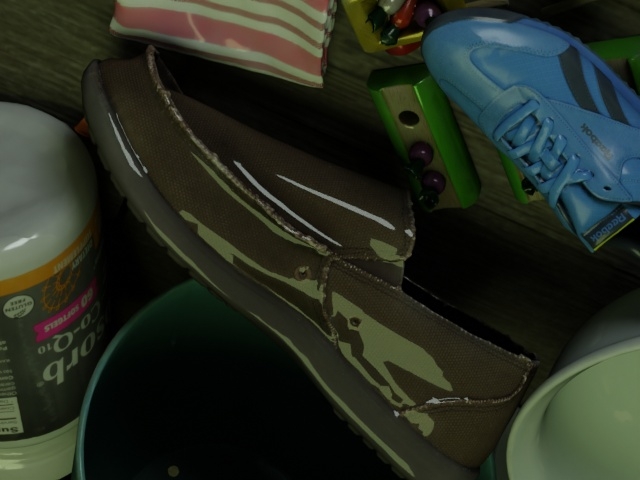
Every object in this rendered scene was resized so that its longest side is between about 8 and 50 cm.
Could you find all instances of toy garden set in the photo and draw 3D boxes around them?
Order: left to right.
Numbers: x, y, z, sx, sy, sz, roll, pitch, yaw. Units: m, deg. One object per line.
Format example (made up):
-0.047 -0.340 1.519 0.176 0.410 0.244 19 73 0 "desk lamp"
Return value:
0.139 -0.095 0.891 0.244 0.049 0.204 -5 134 24 "toy garden set"

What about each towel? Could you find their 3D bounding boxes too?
-0.056 -0.174 0.889 0.144 0.029 0.197 15 139 5 "towel"

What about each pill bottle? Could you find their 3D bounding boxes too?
-0.229 0.049 1.092 0.162 0.162 0.278 10 139 8 "pill bottle"

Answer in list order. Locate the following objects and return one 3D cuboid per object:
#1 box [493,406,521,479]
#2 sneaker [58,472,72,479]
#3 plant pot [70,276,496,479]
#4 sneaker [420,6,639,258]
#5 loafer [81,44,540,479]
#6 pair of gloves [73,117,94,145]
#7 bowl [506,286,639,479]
0.128 0.255 1.174 0.119 0.181 0.182 29 138 -11 "box"
-0.277 0.198 1.325 0.227 0.087 0.130 36 129 -27 "sneaker"
-0.050 0.198 1.111 0.293 0.293 0.235 23 148 -6 "plant pot"
0.141 -0.051 0.845 0.209 0.082 0.069 34 139 -18 "sneaker"
0.000 0.000 0.977 0.130 0.134 0.366 -44 102 7 "loafer"
-0.120 -0.075 1.032 0.083 0.010 0.074 35 132 -16 "pair of gloves"
0.279 0.112 1.003 0.298 0.134 0.298 10 137 9 "bowl"
